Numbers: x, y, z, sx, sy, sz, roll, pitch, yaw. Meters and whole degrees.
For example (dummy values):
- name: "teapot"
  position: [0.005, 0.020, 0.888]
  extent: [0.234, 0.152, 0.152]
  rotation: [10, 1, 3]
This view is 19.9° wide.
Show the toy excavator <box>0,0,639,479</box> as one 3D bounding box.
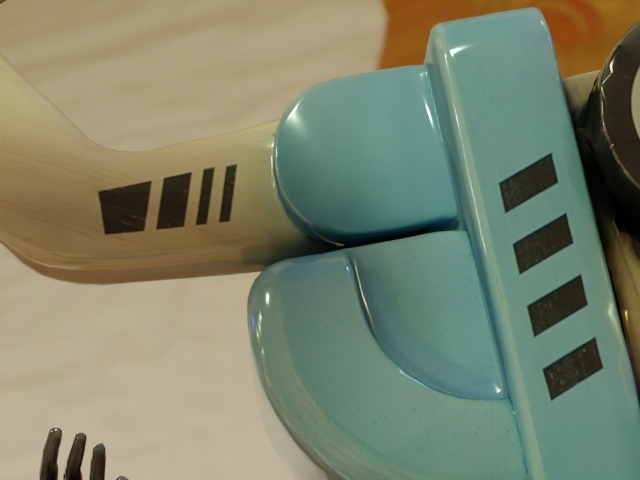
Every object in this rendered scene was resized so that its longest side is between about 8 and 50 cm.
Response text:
- name: "toy excavator"
  position: [0.000, 0.000, 0.865]
  extent: [0.445, 0.222, 0.433]
  rotation: [-11, 76, -6]

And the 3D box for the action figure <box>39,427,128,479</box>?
- name: "action figure"
  position: [-0.176, 0.148, 0.528]
  extent: [0.164, 0.141, 0.276]
  rotation: [4, 29, 27]
